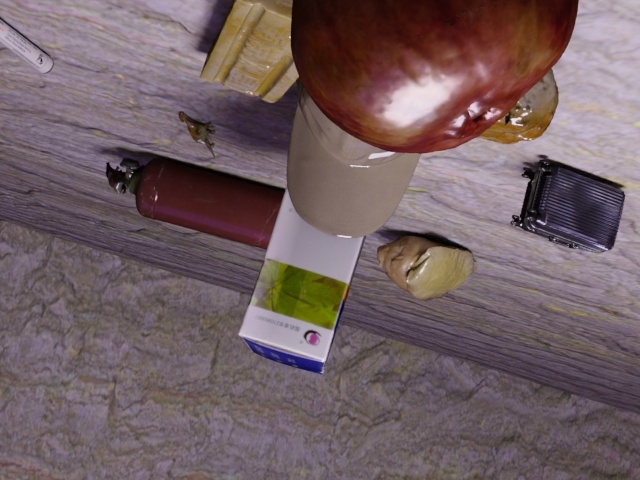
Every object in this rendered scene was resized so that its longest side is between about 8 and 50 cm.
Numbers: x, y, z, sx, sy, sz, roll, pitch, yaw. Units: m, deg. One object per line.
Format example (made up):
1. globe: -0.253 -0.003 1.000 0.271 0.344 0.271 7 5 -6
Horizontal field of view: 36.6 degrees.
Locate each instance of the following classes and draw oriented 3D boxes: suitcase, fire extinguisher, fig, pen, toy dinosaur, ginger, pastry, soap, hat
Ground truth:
1. suitcase: 0.296 -0.037 1.149 0.126 0.086 0.059 18 170 -13
2. fire extinguisher: -0.214 -0.076 1.637 0.337 0.106 0.147 16 -166 1
3. fig: 0.065 -0.160 0.639 0.205 0.205 0.205 15 169 3
4. pen: -0.386 -0.254 1.154 0.025 0.025 0.204 11 167 22
5. toy dinosaur: -0.164 -0.147 1.369 0.041 0.026 0.113 16 162 33
6. ginger: 0.187 0.041 1.710 0.123 0.115 0.193 34 -170 38
7. pastry: 0.140 -0.138 0.880 0.153 0.081 0.153 11 178 0
8. soap: -0.058 -0.195 0.973 0.092 0.037 0.252 19 169 -12
9. hat: 0.039 -0.094 1.011 0.166 0.173 0.144 12 173 0

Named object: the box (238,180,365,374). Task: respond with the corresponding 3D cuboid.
1. box: 0.000 0.000 1.170 0.107 0.299 0.200 16 169 3
